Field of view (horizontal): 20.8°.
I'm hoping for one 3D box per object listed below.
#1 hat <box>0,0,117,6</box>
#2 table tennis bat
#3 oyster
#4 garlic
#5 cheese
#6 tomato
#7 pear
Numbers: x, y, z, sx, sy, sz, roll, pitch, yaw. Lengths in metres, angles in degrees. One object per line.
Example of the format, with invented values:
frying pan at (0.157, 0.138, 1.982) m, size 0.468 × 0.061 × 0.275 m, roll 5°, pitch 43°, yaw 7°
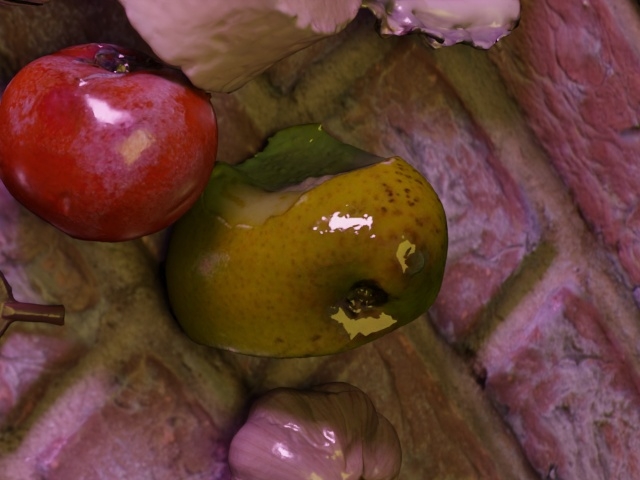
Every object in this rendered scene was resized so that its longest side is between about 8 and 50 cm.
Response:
hat at (-0.290, -0.323, 1.765) m, size 0.226 × 0.164 × 0.220 m, roll 14°, pitch 64°, yaw -71°
table tennis bat at (-0.319, 0.075, 1.761) m, size 0.170 × 0.119 × 0.108 m, roll 6°, pitch 92°, yaw -31°
oyster at (0.118, -0.331, 2.007) m, size 0.351 × 0.114 × 0.238 m, roll 8°, pitch 82°, yaw -38°
garlic at (-0.001, 0.272, 1.965) m, size 0.227 × 0.152 × 0.228 m, roll -2°, pitch 95°, yaw -27°
cheese at (-0.091, -0.320, 1.755) m, size 0.292 × 0.153 × 0.332 m, roll 57°, pitch 25°, yaw -12°
tomato at (-0.215, -0.091, 1.743) m, size 0.232 × 0.232 × 0.189 m, roll -4°, pitch 113°, yaw -32°
pear at (0.000, 0.000, 1.863) m, size 0.286 × 0.282 × 0.176 m, roll -31°, pitch 119°, yaw -27°
